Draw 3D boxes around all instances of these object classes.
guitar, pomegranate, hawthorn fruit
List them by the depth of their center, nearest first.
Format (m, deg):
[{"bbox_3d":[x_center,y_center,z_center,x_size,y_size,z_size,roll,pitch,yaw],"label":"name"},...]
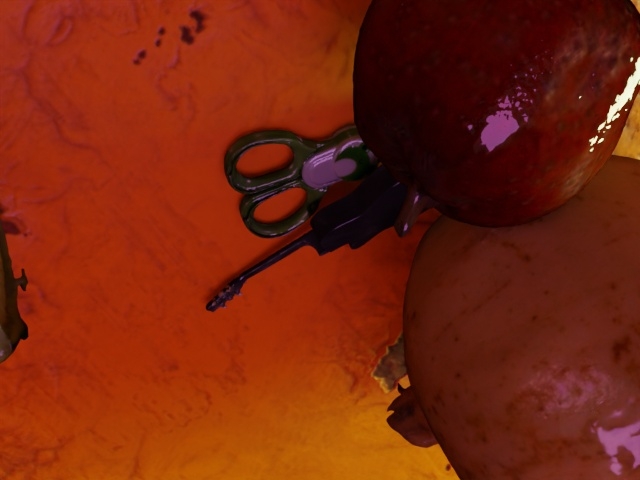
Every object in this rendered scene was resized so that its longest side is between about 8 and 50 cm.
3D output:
[{"bbox_3d":[0.117,-0.112,0.921,0.215,0.215,0.250,34,90,-36],"label":"hawthorn fruit"},{"bbox_3d":[0.211,0.104,1.065,0.342,0.342,0.342,-10,128,-14],"label":"pomegranate"},{"bbox_3d":[0.000,0.000,1.069,0.233,0.025,0.088,-32,159,12],"label":"guitar"}]

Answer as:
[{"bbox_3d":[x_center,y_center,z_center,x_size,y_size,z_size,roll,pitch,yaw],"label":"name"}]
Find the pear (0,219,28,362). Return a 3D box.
[{"bbox_3d":[-0.366,-0.031,0.827,0.282,0.176,0.286,-18,128,-4],"label":"pear"}]

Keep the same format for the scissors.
[{"bbox_3d":[0.024,-0.071,1.037,0.204,0.027,0.101,-21,133,-2],"label":"scissors"}]
